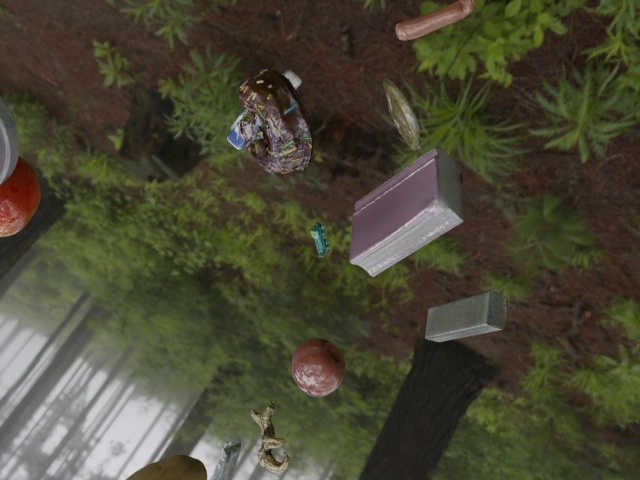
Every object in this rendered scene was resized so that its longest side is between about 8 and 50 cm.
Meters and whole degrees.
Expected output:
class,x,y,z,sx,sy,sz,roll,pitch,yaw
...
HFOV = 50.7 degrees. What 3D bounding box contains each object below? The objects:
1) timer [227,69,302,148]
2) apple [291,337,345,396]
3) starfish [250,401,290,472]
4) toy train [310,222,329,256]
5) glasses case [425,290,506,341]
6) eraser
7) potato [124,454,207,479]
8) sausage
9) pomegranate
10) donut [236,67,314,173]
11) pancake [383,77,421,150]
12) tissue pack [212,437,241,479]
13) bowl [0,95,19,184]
class,x,y,z,sx,sy,sz,roll,pitch,yaw
timer,-0.172,-0.390,1.991,0.078,0.253,0.178,42,163,-11
apple,-0.002,0.330,1.771,0.120,0.153,0.153,-36,114,26
starfish,-0.114,0.393,1.351,0.053,0.150,0.210,5,-166,-19
toy train,0.000,0.000,1.677,0.029,0.045,0.092,1,124,22
glasses case,0.288,0.157,1.356,0.047,0.070,0.205,18,158,-21
eraser,0.253,-0.087,2.039,0.122,0.272,0.359,35,131,-24
potato,-0.292,0.461,1.119,0.161,0.234,0.128,20,148,5
sausage,0.217,-0.416,1.265,0.158,0.036,0.042,-22,142,10
pomegranate,-0.802,-0.103,1.657,0.221,0.221,0.256,30,147,7
donut,-0.105,-0.241,1.451,0.216,0.096,0.230,60,153,8
pancake,0.230,-0.358,1.928,0.222,0.042,0.236,61,-177,-3
tissue pack,-0.267,0.649,1.874,0.026,0.192,0.122,14,174,18
bowl,-0.737,-0.185,1.271,0.287,0.143,0.286,1,121,2
